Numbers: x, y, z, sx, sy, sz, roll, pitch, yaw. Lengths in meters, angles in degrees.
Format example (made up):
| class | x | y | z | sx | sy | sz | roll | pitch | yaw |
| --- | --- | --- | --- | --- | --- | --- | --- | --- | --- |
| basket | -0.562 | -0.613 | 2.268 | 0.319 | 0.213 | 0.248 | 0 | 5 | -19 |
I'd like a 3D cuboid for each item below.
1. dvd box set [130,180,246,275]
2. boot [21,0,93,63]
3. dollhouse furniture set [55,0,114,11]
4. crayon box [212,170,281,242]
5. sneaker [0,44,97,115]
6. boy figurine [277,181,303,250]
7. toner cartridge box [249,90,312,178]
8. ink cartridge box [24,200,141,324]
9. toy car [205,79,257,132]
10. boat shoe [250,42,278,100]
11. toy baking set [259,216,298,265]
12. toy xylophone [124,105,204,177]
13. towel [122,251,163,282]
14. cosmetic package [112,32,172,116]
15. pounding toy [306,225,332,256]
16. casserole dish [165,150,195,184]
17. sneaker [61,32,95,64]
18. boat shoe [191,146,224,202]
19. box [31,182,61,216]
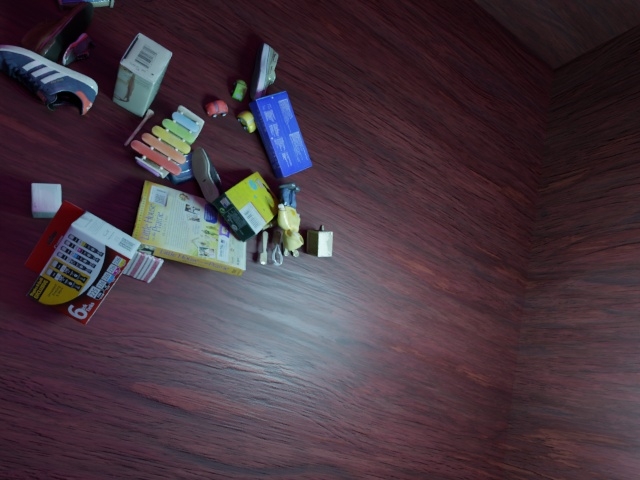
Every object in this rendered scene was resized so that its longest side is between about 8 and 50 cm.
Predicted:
| class | x | y | z | sx | sy | sz | roll | pitch | yaw |
| --- | --- | --- | --- | --- | --- | --- | --- | --- | --- |
| dvd box set | -0.487 | -0.044 | 1.744 | 0.420 | 0.062 | 0.308 | 17 | 44 | -26 |
| boot | -0.954 | -0.778 | 1.663 | 0.115 | 0.112 | 0.305 | 33 | 71 | -2 |
| dollhouse furniture set | -0.875 | -1.029 | 1.645 | 0.198 | 0.303 | 0.287 | -24 | 93 | -32 |
| crayon box | -0.287 | -0.146 | 1.882 | 0.202 | 0.081 | 0.318 | 54 | 28 | -9 |
| sneaker | -0.977 | -0.547 | 1.594 | 0.350 | 0.131 | 0.148 | 15 | 69 | -27 |
| boy figurine | -0.131 | -0.102 | 1.947 | 0.177 | 0.092 | 0.285 | 38 | 43 | -62 |
| toner cartridge box | -0.174 | -0.467 | 2.035 | 0.165 | 0.075 | 0.348 | -27 | 105 | -32 |
| ink cartridge box | -0.796 | 0.073 | 1.487 | 0.271 | 0.130 | 0.309 | 34 | 107 | -19 |
| toy car | -0.365 | -0.613 | 2.000 | 0.239 | 0.053 | 0.225 | 18 | 72 | -26 |
| boat shoe | -0.247 | -0.755 | 2.066 | 0.094 | 0.109 | 0.302 | 17 | 70 | -28 |
| toy baking set | -0.175 | -0.002 | 1.985 | 0.256 | 0.030 | 0.197 | -24 | 94 | -40 |
| toy xylophone | -0.612 | -0.390 | 1.775 | 0.236 | 0.081 | 0.323 | 26 | 63 | -13 |
| towel | -0.680 | 0.073 | 1.645 | 0.197 | 0.144 | 0.029 | 26 | 41 | -24 |
| cosmetic package | -0.664 | -0.600 | 1.688 | 0.129 | 0.296 | 0.153 | 28 | 67 | -21 |
| pounding toy | 0.000 | 0.000 | 2.058 | 0.100 | 0.141 | 0.130 | 0 | 95 | -30 |
| casserole dish | -0.541 | -0.299 | 1.851 | 0.188 | 0.037 | 0.114 | -27 | 95 | -32 |
| sneaker | -0.901 | -0.706 | 1.712 | 0.065 | 0.061 | 0.158 | 38 | 65 | -25 |
| boat shoe | -0.452 | -0.262 | 1.843 | 0.079 | 0.084 | 0.233 | -13 | 81 | -67 |
| box | -0.932 | -0.134 | 1.558 | 0.087 | 0.101 | 0.102 | 0 | 81 | -30 |
